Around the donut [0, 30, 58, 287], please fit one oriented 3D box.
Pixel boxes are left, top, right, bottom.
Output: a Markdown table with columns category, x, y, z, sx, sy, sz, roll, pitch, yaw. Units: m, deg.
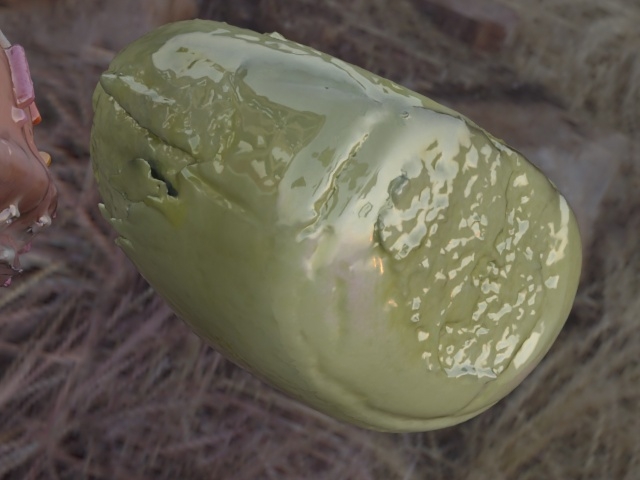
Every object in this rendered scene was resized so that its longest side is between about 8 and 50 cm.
| category | x | y | z | sx | sy | sz | roll | pitch | yaw |
| --- | --- | --- | --- | --- | --- | --- | --- | --- | --- |
| donut | -0.121 | -0.017 | 0.392 | 0.117 | 0.166 | 0.065 | 10 | 75 | -50 |

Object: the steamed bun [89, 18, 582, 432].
| category | x | y | z | sx | sy | sz | roll | pitch | yaw |
| --- | --- | --- | --- | --- | --- | --- | --- | --- | --- |
| steamed bun | 0.000 | 0.000 | 0.883 | 0.232 | 0.166 | 0.273 | 21 | -5 | 38 |
